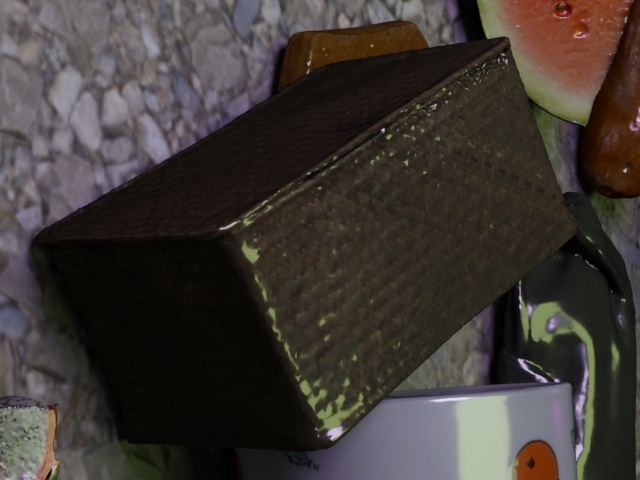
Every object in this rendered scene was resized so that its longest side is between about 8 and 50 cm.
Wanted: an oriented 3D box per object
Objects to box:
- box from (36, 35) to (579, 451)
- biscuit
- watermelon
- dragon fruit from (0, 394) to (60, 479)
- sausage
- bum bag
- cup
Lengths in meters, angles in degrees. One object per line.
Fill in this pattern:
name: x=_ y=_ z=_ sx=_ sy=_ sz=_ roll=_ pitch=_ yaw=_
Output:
box: x=-0.001 y=-0.002 z=1.134 sx=0.273 sy=0.184 sz=0.143 roll=-36 pitch=111 yaw=-39
biscuit: x=0.037 y=-0.044 z=1.334 sx=0.182 sy=0.034 sz=0.215 roll=-13 pitch=96 yaw=-49
watermelon: x=0.186 y=-0.205 z=1.513 sx=0.145 sy=0.137 sz=0.193 roll=-97 pitch=162 yaw=-67
dragon fruit: x=-0.184 y=0.111 z=1.014 sx=0.083 sy=0.060 sz=0.056 roll=-4 pitch=93 yaw=-25
sausage: x=0.275 y=-0.182 z=1.558 sx=0.103 sy=0.076 sz=0.302 roll=-44 pitch=146 yaw=-66
bum bag: x=0.191 y=0.123 z=1.468 sx=0.142 sy=0.079 sz=0.326 roll=12 pitch=77 yaw=-42
cup: x=0.063 y=0.252 z=1.172 sx=0.212 sy=0.212 sz=0.317 roll=-1 pitch=85 yaw=-51
